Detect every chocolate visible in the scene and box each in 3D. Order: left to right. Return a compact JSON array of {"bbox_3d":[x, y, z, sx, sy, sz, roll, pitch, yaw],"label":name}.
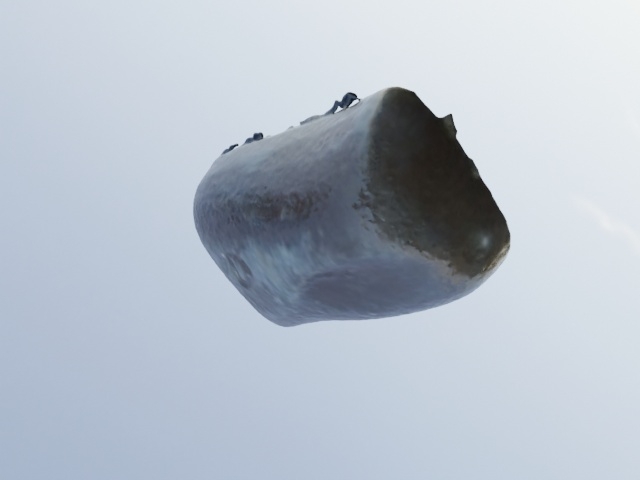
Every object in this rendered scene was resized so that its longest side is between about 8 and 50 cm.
[{"bbox_3d":[-0.001,0.001,0.588,0.161,0.261,0.083,51,-126,-17],"label":"chocolate"}]
